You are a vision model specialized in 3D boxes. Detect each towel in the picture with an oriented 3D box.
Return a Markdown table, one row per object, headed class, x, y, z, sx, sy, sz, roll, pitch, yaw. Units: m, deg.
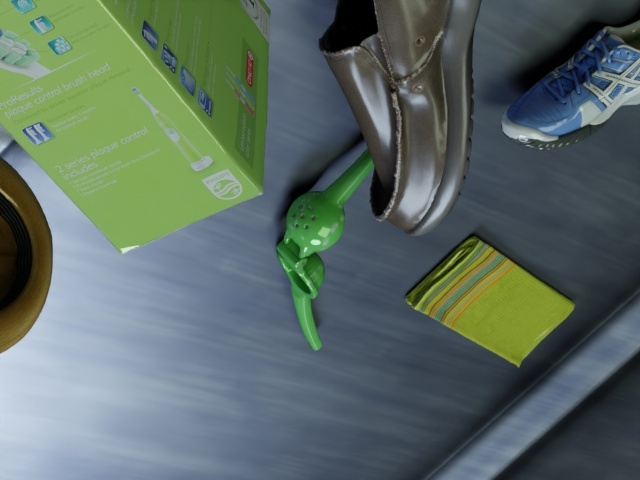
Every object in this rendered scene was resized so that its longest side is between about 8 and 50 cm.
| class | x | y | z | sx | sy | sz | roll | pitch | yaw |
| --- | --- | --- | --- | --- | --- | --- | --- | --- | --- |
| towel | 0.189 | 0.070 | 1.954 | 0.102 | 0.021 | 0.237 | -43 | 143 | 13 |

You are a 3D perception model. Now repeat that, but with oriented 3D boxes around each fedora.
| class | x | y | z | sx | sy | sz | roll | pitch | yaw |
| --- | --- | --- | --- | --- | --- | --- | --- | --- | --- |
| fedora | -0.305 | 0.010 | 1.437 | 0.194 | 0.194 | 0.079 | 10 | 162 | -43 |

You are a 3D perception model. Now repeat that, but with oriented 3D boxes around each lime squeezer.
| class | x | y | z | sx | sy | sz | roll | pitch | yaw |
| --- | --- | --- | --- | --- | --- | --- | --- | --- | --- |
| lime squeezer | 0.000 | 0.000 | 1.723 | 0.110 | 0.059 | 0.310 | -39 | 156 | -50 |

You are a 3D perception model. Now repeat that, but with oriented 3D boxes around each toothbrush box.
| class | x | y | z | sx | sy | sz | roll | pitch | yaw |
| --- | --- | --- | --- | --- | --- | --- | --- | --- | --- |
| toothbrush box | -0.156 | -0.165 | 1.204 | 0.122 | 0.206 | 0.283 | -22 | 131 | 20 |

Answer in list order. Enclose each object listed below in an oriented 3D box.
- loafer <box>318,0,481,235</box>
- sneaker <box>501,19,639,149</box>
| class | x | y | z | sx | sy | sz | roll | pitch | yaw |
| --- | --- | --- | --- | --- | --- | --- | --- | --- | --- |
| loafer | 0.061 | -0.165 | 1.535 | 0.130 | 0.133 | 0.365 | -1 | 126 | -5 |
| sneaker | 0.256 | -0.157 | 1.719 | 0.211 | 0.080 | 0.081 | -30 | 138 | -22 |
